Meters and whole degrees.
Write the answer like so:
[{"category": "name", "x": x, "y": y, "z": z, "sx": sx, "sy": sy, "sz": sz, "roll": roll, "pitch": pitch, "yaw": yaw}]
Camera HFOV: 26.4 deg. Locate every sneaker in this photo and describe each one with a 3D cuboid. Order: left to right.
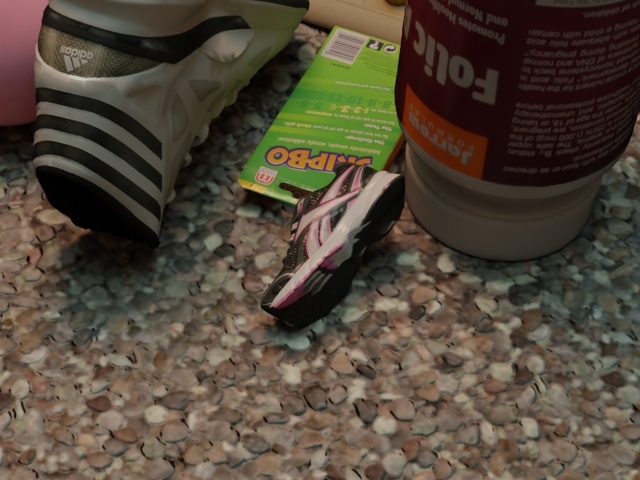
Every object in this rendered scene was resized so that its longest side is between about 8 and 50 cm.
[{"category": "sneaker", "x": -0.159, "y": -0.140, "z": 1.306, "sx": 0.169, "sy": 0.257, "sz": 0.447, "roll": 21, "pitch": 16, "yaw": 14}, {"category": "sneaker", "x": 0.000, "y": 0.000, "z": 1.238, "sx": 0.077, "sy": 0.072, "sz": 0.178, "roll": 27, "pitch": 62, "yaw": 30}]

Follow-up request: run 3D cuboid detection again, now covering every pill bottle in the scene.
[{"category": "pill bottle", "x": 0.182, "y": -0.179, "z": 1.201, "sx": 0.224, "sy": 0.392, "sz": 0.224, "roll": 2, "pitch": 47, "yaw": -2}]

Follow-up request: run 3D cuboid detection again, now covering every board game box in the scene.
[{"category": "board game box", "x": 0.022, "y": -0.115, "z": 1.373, "sx": 0.124, "sy": 0.039, "sz": 0.259, "roll": 19, "pitch": 48, "yaw": 13}]

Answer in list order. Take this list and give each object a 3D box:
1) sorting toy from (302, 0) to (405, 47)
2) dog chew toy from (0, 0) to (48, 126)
[{"category": "sorting toy", "x": 0.072, "y": -0.313, "z": 1.496, "sx": 0.348, "sy": 0.047, "sz": 0.196, "roll": 22, "pitch": 70, "yaw": 23}, {"category": "dog chew toy", "x": -0.373, "y": -0.259, "z": 1.329, "sx": 0.332, "sy": 0.206, "sz": 0.206, "roll": 35, "pitch": 52, "yaw": 2}]
